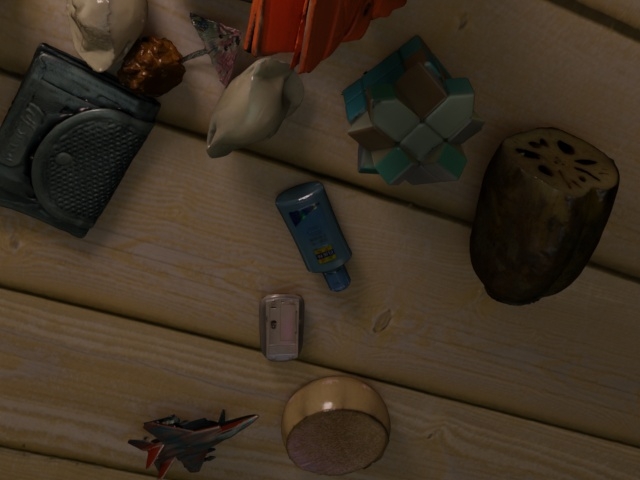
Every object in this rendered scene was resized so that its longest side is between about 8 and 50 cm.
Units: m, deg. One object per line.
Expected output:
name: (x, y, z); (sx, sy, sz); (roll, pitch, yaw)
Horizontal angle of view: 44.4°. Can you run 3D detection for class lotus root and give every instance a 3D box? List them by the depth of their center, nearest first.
lotus root: (0.422, -0.029, 1.542); (0.250, 0.251, 0.346); (4, 126, -9)

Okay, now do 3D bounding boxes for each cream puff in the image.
cream puff: (-0.294, -0.302, 1.347); (0.115, 0.094, 0.122); (-17, 149, -31)

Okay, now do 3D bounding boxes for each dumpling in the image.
dumpling: (-0.361, -0.381, 1.276); (0.181, 0.155, 0.111); (-58, 154, -10)
dumpling: (-0.116, -0.233, 1.416); (0.229, 0.124, 0.151); (-44, 155, 29)

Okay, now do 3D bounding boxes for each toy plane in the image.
toy plane: (-0.293, 0.472, 1.901); (0.326, 0.104, 0.223); (-27, 125, 8)

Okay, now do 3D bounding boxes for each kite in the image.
kite: (-0.196, -0.331, 1.362); (0.156, 0.011, 0.139); (-16, 105, 27)

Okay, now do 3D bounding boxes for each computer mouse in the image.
computer mouse: (-0.086, 0.191, 1.755); (0.102, 0.045, 0.199); (-2, 126, -4)

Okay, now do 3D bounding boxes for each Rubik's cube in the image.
Rubik's cube: (0.153, -0.209, 1.391); (0.265, 0.213, 0.224); (-35, 123, 21)

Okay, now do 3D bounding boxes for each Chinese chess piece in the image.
Chinese chess piece: (0.037, 0.458, 1.921); (0.269, 0.112, 0.270); (-3, 126, -3)

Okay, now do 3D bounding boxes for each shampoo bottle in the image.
shampoo bottle: (0.000, 0.000, 1.618); (0.103, 0.061, 0.259); (-19, 126, 9)

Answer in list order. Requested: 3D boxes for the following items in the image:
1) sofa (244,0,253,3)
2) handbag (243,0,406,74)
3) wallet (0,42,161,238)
sofa: (-0.141, -0.451, 1.169); (0.210, 0.225, 0.176); (10, 107, -14)
handbag: (0.048, -0.428, 1.105); (0.116, 0.410, 0.304); (23, 127, 15)
wallet: (-0.471, -0.164, 1.442); (0.237, 0.075, 0.342); (25, 119, -26)
